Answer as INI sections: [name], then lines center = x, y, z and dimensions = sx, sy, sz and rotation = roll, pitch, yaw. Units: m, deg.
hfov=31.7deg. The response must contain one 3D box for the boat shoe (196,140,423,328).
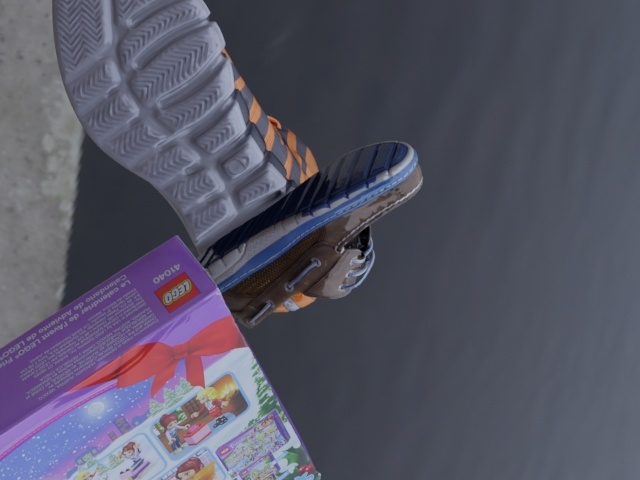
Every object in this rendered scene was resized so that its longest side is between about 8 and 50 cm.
[boat shoe]
center = 0.000, 0.000, 0.715
dimensions = 0.066, 0.183, 0.066
rotation = 49, 37, -17

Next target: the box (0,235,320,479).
[box]
center = -0.156, 0.152, 0.635
dimensions = 0.293, 0.057, 0.201
rotation = -34, 137, -11

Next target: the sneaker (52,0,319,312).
[sneaker]
center = -0.098, -0.095, 0.911
dimensions = 0.125, 0.180, 0.321
rotation = -27, 103, 7
